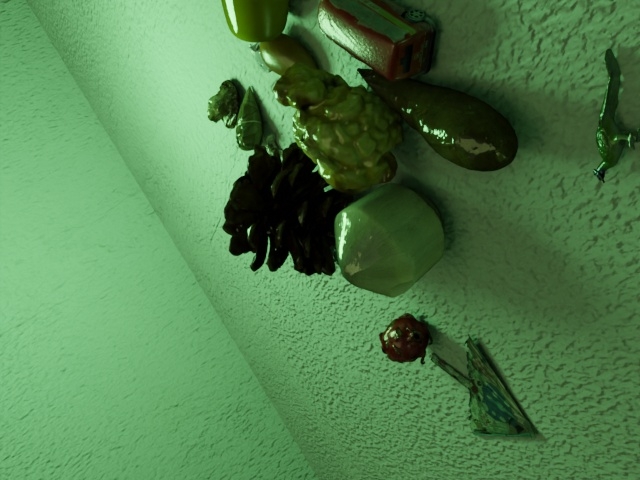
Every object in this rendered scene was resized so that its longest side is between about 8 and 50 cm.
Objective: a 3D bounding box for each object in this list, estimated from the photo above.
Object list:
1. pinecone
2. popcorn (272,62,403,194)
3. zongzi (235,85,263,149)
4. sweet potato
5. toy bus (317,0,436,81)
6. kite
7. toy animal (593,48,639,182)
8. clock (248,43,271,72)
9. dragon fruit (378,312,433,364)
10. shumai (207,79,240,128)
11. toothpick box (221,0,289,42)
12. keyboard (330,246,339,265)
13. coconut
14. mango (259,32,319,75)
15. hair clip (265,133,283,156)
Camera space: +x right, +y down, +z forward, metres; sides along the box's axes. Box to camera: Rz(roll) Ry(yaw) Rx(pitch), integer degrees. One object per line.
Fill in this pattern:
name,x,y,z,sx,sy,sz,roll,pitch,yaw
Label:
pinecone,-0.042,-0.062,1.940,0.384,0.384,0.384,43,151,31
popcorn,0.043,-0.256,1.676,0.332,0.225,0.265,43,-175,-2
zongzi,-0.216,-0.360,2.266,0.189,0.081,0.178,-169,78,-80
sweet potato,0.229,-0.242,1.461,0.422,0.130,0.131,43,151,42
toy bus,0.101,-0.421,1.497,0.265,0.119,0.121,43,150,30
kite,0.414,0.392,1.951,0.368,0.014,0.406,36,147,43
toy animal,0.465,-0.185,1.176,0.075,0.041,0.217,34,141,45
clock,-0.145,-0.495,1.976,0.087,0.041,0.129,53,160,6
dragon fruit,0.231,0.262,2.025,0.136,0.133,0.166,18,159,-12
shumai,-0.289,-0.413,2.272,0.139,0.105,0.123,-69,25,16
toothpick box,-0.151,-0.590,1.727,0.175,0.175,0.271,45,156,27
keyboard,0.000,0.000,2.292,0.204,0.013,0.061,43,151,32
coconut,0.144,0.007,1.725,0.237,0.265,0.237,33,139,33
mango,-0.077,-0.444,1.855,0.184,0.085,0.102,42,151,22
hair clip,-0.163,-0.251,2.292,0.072,0.034,0.226,58,156,2
